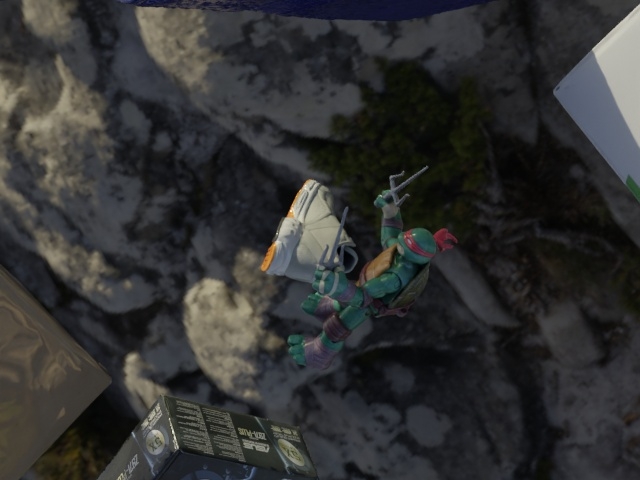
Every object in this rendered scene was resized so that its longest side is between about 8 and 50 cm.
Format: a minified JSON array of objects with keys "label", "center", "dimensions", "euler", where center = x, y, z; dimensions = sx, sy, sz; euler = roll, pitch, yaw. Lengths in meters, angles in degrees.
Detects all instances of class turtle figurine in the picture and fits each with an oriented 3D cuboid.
[{"label":"turtle figurine","center":[0.053,0.036,1.116],"dimensions":[0.118,0.175,0.234],"euler":[42,127,6]}]

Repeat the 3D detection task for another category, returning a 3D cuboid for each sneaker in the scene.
[{"label":"sneaker","center":[0.000,0.000,1.493],"dimensions":[0.121,0.262,0.099],"euler":[24,117,0]}]

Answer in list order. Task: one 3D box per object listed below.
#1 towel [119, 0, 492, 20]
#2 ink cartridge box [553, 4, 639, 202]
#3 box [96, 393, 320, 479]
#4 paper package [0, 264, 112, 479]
[{"label":"towel","center":[0.018,-0.228,0.811],"dimensions":[0.227,0.308,0.076],"euler":[1,96,47]},{"label":"ink cartridge box","center":[0.349,-0.090,0.861],"dimensions":[0.117,0.278,0.201],"euler":[-46,70,34]},{"label":"box","center":[-0.118,0.251,1.068],"dimensions":[0.147,0.180,0.077],"euler":[-52,39,22]},{"label":"paper package","center":[-0.370,0.136,0.810],"dimensions":[0.168,0.325,0.309],"euler":[37,165,23]}]
